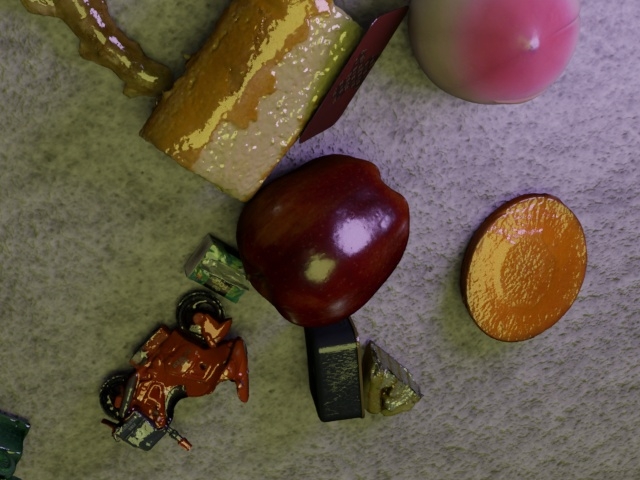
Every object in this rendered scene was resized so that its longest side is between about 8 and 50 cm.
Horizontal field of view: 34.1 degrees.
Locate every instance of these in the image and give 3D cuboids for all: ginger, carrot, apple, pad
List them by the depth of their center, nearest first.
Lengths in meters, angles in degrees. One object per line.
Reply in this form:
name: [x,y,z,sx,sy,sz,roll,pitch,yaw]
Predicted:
ginger: [-0.351,-0.339,1.709,0.118,0.065,0.299,-42,117,10]
pad: [0.057,-0.280,1.769,0.004,0.181,0.267,39,120,8]
apple: [0.000,0.000,1.835,0.317,0.288,0.288,-37,119,-19]
carrot: [0.404,0.050,2.082,0.258,0.100,0.307,14,102,-19]

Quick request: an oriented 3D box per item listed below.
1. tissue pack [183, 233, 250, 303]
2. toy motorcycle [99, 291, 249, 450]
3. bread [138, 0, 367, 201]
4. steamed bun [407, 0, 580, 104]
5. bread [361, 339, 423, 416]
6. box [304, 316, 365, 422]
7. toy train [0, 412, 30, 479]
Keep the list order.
tissue pack: [-0.180,0.057,1.924,0.111,0.079,0.085,32,101,-25]
toy motorcycle: [-0.258,0.269,1.974,0.221,0.148,0.325,43,96,-5]
bread: [-0.114,-0.266,1.736,0.236,0.165,0.375,29,102,-39]
steamed bun: [0.305,-0.359,1.754,0.309,0.309,0.309,-6,115,-13]
bread: [0.119,0.289,2.106,0.110,0.103,0.156,-38,113,17]
box: [0.025,0.243,2.029,0.090,0.144,0.201,-9,116,-7]
toy train: [-0.659,0.389,1.875,0.266,0.202,0.145,26,105,-23]
